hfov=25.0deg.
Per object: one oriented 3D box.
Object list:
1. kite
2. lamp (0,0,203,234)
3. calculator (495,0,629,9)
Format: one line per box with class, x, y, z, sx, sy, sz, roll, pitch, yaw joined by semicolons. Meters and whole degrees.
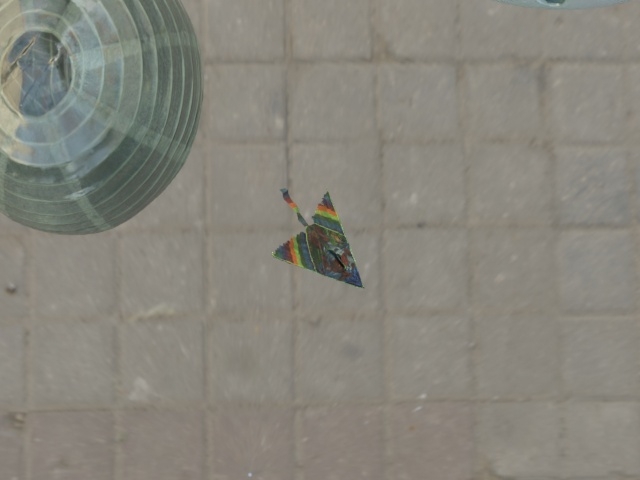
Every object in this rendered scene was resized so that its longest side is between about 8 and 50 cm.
kite;0.000;0.000;0.989;0.004;0.122;0.090;-40;91;29
lamp;-0.214;-0.139;1.246;0.233;0.233;0.265;24;90;1
calculator;0.039;-0.192;0.428;0.185;0.299;0.041;9;50;34
